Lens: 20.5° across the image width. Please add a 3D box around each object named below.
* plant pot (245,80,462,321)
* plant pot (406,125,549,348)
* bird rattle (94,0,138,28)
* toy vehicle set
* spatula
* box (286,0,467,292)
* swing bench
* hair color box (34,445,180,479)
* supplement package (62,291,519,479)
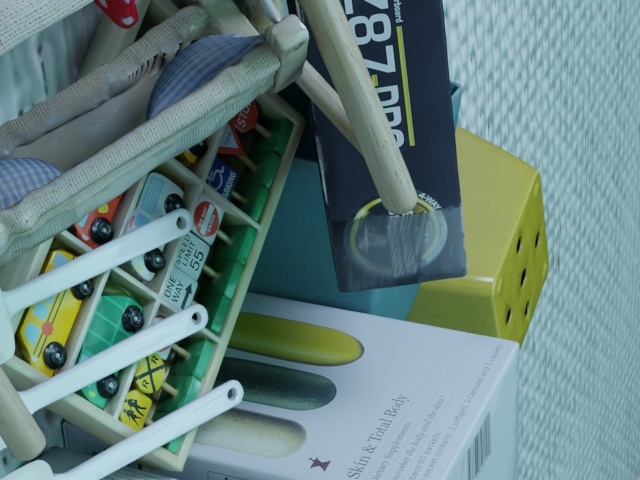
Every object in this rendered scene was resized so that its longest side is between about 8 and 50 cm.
[{"bbox_3d":[0.000,0.000,1.363,0.165,0.166,0.234,-51,149,-53],"label":"plant pot"},{"bbox_3d":[0.093,0.017,1.576,0.212,0.187,0.212,76,30,-48],"label":"plant pot"},{"bbox_3d":[-0.098,-0.255,0.972,0.253,0.143,0.207,120,-28,-44],"label":"bird rattle"},{"bbox_3d":[-0.111,-0.007,1.135,0.166,0.035,0.267,37,61,-39],"label":"toy vehicle set"},{"bbox_3d":[-0.144,0.079,1.052,0.242,0.019,0.168,-27,108,-41],"label":"spatula"},{"bbox_3d":[0.016,-0.207,1.167,0.395,0.097,0.318,-98,-178,-54],"label":"box"},{"bbox_3d":[-0.113,-0.076,0.860,0.253,0.165,0.254,-32,140,-12],"label":"swing bench"},{"bbox_3d":[-0.168,0.253,1.007,0.347,0.174,0.105,-40,138,-60],"label":"hair color box"},{"bbox_3d":[-0.012,0.179,1.257,0.199,0.263,0.198,-52,145,-51],"label":"supplement package"}]
